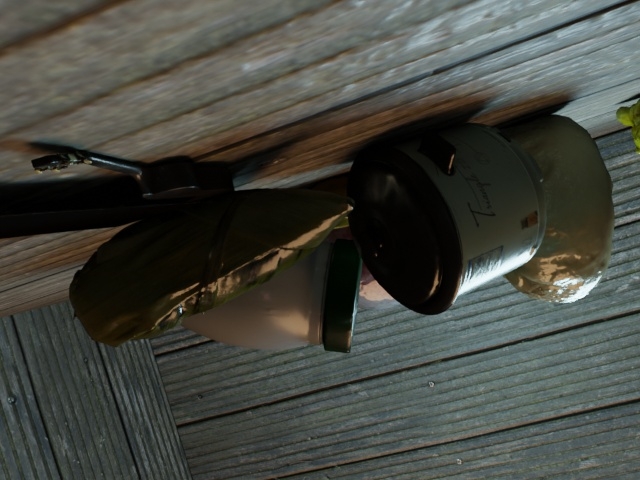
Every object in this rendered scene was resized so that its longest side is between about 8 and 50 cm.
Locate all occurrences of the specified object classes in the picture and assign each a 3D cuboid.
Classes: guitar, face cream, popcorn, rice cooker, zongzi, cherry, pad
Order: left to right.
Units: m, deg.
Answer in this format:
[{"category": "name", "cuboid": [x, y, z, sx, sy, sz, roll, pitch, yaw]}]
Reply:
[{"category": "pad", "cuboid": [-0.245, -0.012, 0.396, 0.163, 0.004, 0.243, -10, -179, 37]}, {"category": "guitar", "cuboid": [-0.141, -0.048, 0.380, 0.088, 0.025, 0.233, -13, -179, 8]}, {"category": "zongzi", "cuboid": [-0.125, 0.023, 0.487, 0.251, 0.125, 0.274, -32, -164, -29]}, {"category": "face cream", "cuboid": [-0.106, 0.086, 0.880, 0.357, 0.219, 0.312, 7, 148, 6]}, {"category": "cherry", "cuboid": [0.137, 0.043, 1.263, 0.335, 0.291, 0.326, -22, 151, -16]}, {"category": "rice cooker", "cuboid": [0.155, -0.032, 0.652, 0.227, 0.241, 0.280, -22, 144, -21]}, {"category": "popcorn", "cuboid": [0.789, -0.277, 1.055, 0.197, 0.156, 0.197, -9, 161, -3]}]

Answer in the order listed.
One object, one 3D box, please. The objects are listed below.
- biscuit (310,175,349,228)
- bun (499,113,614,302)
[{"category": "biscuit", "cuboid": [0.057, -0.076, 0.940, 0.213, 0.091, 0.274, -15, 178, 4]}, {"category": "bun", "cuboid": [0.394, -0.060, 0.905, 0.211, 0.360, 0.360, -10, -179, 6]}]
